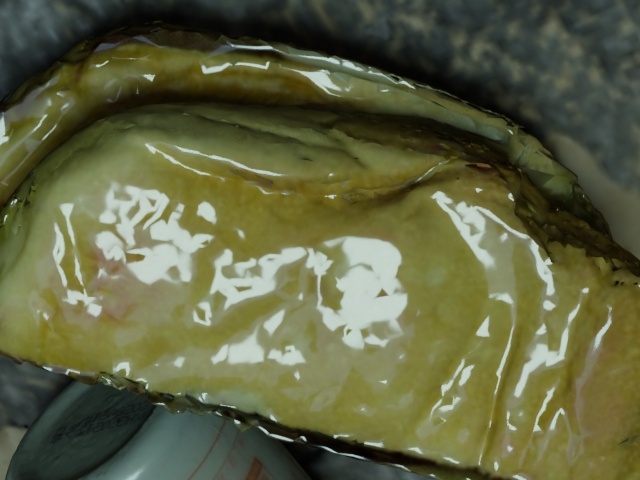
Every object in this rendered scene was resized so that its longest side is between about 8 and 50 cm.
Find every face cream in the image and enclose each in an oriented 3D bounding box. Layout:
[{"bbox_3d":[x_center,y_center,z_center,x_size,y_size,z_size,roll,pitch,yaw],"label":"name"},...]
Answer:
[{"bbox_3d":[-0.021,0.160,0.579,0.101,0.101,0.251,-26,117,24],"label":"face cream"}]

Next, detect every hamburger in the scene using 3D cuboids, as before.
[{"bbox_3d":[0.000,0.000,0.465,0.262,0.124,0.130,16,106,-8],"label":"hamburger"}]
